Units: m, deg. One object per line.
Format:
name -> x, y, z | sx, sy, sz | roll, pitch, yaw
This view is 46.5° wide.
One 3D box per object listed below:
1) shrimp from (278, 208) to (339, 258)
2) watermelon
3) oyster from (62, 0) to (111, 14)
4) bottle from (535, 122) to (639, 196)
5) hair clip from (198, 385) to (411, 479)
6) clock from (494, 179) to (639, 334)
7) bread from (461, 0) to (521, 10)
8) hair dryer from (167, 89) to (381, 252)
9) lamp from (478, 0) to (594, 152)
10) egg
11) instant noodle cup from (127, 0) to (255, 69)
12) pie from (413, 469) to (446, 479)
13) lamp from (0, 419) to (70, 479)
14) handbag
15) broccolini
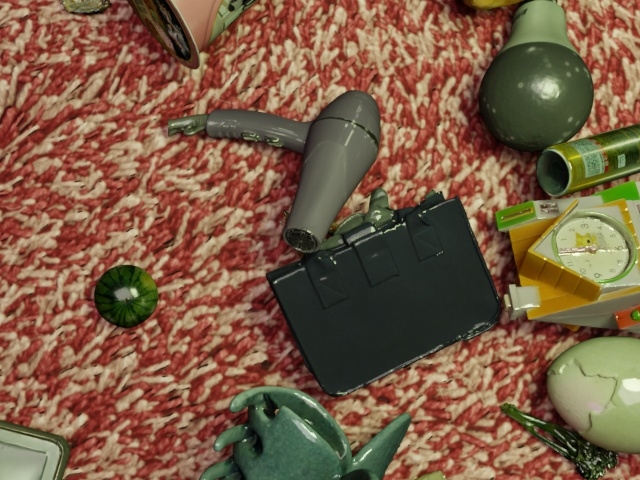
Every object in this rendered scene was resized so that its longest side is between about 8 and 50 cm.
shrimp -> 0.002, -0.001, 1.245 | 0.095, 0.045, 0.162 | -38, 93, -7
watermelon -> -0.319, 0.093, 1.215 | 0.105, 0.062, 0.105 | 0, 92, -6
oyster -> -0.403, -0.414, 1.289 | 0.083, 0.019, 0.054 | 3, 82, 0
bottle -> 0.486, -0.142, 1.221 | 0.286, 0.082, 0.082 | -16, 84, -24
hair clip -> -0.050, 0.383, 1.087 | 0.238, 0.392, 0.318 | 25, 100, 10
clock -> 0.437, 0.033, 1.180 | 0.310, 0.166, 0.235 | -5, 60, 1
bread -> 0.363, -0.512, 1.246 | 0.344, 0.149, 0.195 | -19, 42, -5
hair dryer -> -0.095, -0.141, 1.218 | 0.361, 0.121, 0.301 | 13, 56, 16
lamp -> 0.349, -0.288, 1.258 | 0.182, 0.182, 0.314 | 1, 52, -2
egg -> 0.466, 0.237, 1.176 | 0.217, 0.183, 0.183 | 17, 83, 13
instant noodle cup -> -0.182, -0.448, 1.216 | 0.255, 0.244, 0.244 | -41, 87, -14
pie -> 0.212, 0.541, 1.181 | 0.338, 0.075, 0.337 | 0, 84, -2
lamp -> -0.561, 0.413, 1.178 | 0.269, 0.047, 0.266 | 15, 83, -1
handbag -> 0.095, 0.068, 1.191 | 0.326, 0.118, 0.269 | -24, 105, -6
broccolini -> 0.388, 0.325, 1.221 | 0.201, 0.058, 0.074 | 27, 76, 0
